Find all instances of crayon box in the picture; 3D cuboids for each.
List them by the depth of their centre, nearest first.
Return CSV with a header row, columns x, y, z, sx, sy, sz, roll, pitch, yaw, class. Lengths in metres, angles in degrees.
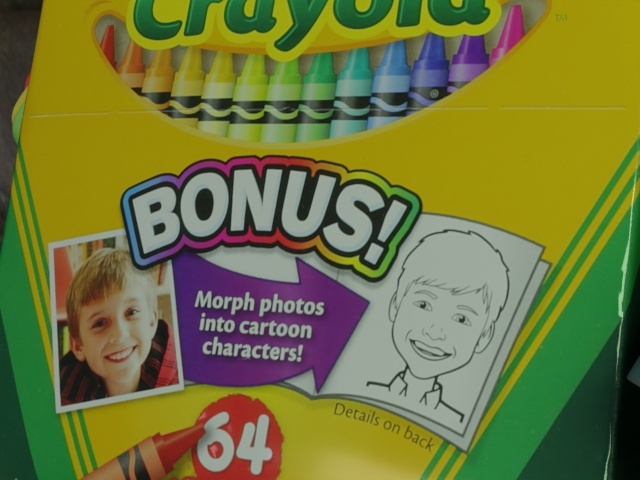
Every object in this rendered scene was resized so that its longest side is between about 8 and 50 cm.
x,y,z,sx,sy,sz,roll,pitch,yaw,class
0.000,0.000,0.727,0.363,0.106,0.313,2,80,28,crayon box

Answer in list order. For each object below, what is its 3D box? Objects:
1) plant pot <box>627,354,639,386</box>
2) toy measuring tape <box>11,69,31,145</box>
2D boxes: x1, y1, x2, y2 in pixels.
x,y,z,sx,sy,sz,roll,pitch,yaw,class
0.304,0.015,0.536,0.293,0.293,0.235,26,91,33,plant pot
-0.131,-0.122,0.970,0.330,0.121,0.121,-46,70,36,toy measuring tape
